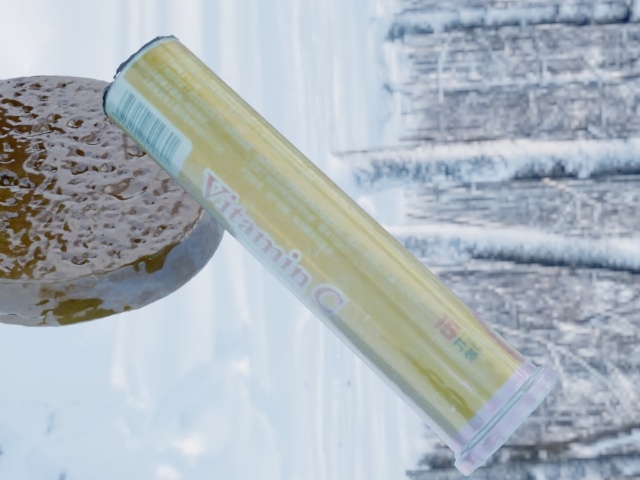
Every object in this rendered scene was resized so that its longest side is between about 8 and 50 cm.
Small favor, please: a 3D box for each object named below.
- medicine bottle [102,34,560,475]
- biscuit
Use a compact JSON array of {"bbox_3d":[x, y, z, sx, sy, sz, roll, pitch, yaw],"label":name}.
[{"bbox_3d":[0.000,0.000,0.858,0.426,0.108,0.108,44,-3,11],"label":"medicine bottle"},{"bbox_3d":[-0.289,-0.045,1.050,0.394,0.350,0.070,-125,-151,-46],"label":"biscuit"}]
